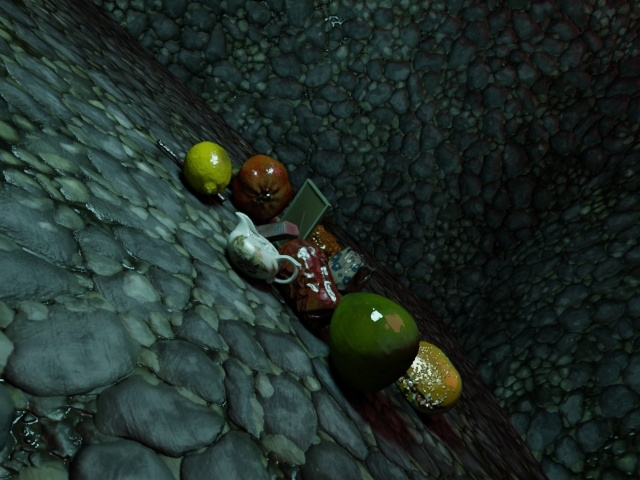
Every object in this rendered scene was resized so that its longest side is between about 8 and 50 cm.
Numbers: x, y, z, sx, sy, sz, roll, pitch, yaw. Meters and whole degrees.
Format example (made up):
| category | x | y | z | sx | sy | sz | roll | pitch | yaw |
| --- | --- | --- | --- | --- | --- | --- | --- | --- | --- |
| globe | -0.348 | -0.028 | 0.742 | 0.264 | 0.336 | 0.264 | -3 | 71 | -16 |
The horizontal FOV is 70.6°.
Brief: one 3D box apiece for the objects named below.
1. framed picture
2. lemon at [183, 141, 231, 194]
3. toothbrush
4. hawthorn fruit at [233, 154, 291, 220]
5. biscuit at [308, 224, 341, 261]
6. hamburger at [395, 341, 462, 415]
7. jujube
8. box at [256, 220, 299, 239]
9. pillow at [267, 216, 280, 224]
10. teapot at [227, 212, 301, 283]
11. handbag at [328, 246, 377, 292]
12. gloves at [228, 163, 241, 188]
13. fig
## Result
| category | x | y | z | sx | sy | sz | roll | pitch | yaw |
| --- | --- | --- | --- | --- | --- | --- | --- | --- | --- |
| framed picture | -0.094 | -0.086 | 1.974 | 0.020 | 0.324 | 0.240 | 21 | 22 | -38 |
| lemon | -0.440 | -0.278 | 1.768 | 0.188 | 0.188 | 0.256 | 32 | 33 | -49 |
| toothbrush | -0.531 | -0.283 | 1.860 | 0.364 | 0.041 | 0.041 | 43 | 11 | -7 |
| hawthorn fruit | -0.268 | -0.256 | 2.091 | 0.287 | 0.287 | 0.330 | 39 | 16 | -25 |
| biscuit | 0.000 | 0.000 | 2.568 | 0.312 | 0.110 | 0.318 | 33 | 15 | -50 |
| hamburger | 0.412 | 0.533 | 1.767 | 0.295 | 0.227 | 0.151 | 51 | -11 | 47 |
| jujube | -0.046 | 0.151 | 1.628 | 0.216 | 0.216 | 0.342 | 29 | 30 | -55 |
| box | -0.184 | -0.035 | 1.913 | 0.111 | 0.156 | 0.060 | 18 | 65 | -64 |
| pillow | -0.199 | -0.062 | 2.223 | 0.148 | 0.050 | 0.229 | 46 | 7 | -16 |
| teapot | -0.208 | 0.043 | 1.530 | 0.298 | 0.139 | 0.204 | 41 | 9 | 0 |
| handbag | 0.156 | 0.154 | 2.321 | 0.190 | 0.193 | 0.251 | 55 | 15 | 29 |
| gloves | -0.437 | -0.314 | 2.139 | 0.268 | 0.135 | 0.107 | 15 | 72 | -66 |
| fig | 0.155 | 0.305 | 1.448 | 0.316 | 0.316 | 0.316 | 42 | 11 | -10 |
